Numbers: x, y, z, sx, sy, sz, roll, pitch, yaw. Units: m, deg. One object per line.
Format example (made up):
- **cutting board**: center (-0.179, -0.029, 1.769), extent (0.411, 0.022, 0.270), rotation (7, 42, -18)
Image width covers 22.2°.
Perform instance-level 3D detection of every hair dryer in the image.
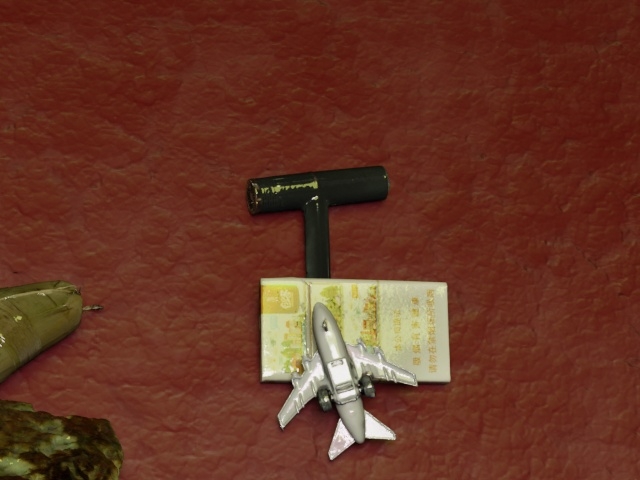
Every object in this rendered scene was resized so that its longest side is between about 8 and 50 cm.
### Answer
- **hair dryer**: center (0.015, 0.003, 1.959), extent (0.173, 0.050, 0.195), rotation (-9, 65, -15)

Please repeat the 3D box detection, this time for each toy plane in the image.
- **toy plane**: center (0.022, 0.151, 1.826), extent (0.162, 0.065, 0.171), rotation (-17, 91, -2)

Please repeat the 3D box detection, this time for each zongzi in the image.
- **zongzi**: center (-0.365, 0.064, 1.832), extent (0.178, 0.081, 0.189), rotation (36, 52, 23)

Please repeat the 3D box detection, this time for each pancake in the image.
- **pancake**: center (-0.366, 0.248, 1.597), extent (0.305, 0.067, 0.427), rotation (16, 19, 7)

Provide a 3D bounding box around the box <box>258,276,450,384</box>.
- **box**: center (0.039, 0.105, 1.887), extent (0.220, 0.032, 0.122), rotation (1, 77, -10)
